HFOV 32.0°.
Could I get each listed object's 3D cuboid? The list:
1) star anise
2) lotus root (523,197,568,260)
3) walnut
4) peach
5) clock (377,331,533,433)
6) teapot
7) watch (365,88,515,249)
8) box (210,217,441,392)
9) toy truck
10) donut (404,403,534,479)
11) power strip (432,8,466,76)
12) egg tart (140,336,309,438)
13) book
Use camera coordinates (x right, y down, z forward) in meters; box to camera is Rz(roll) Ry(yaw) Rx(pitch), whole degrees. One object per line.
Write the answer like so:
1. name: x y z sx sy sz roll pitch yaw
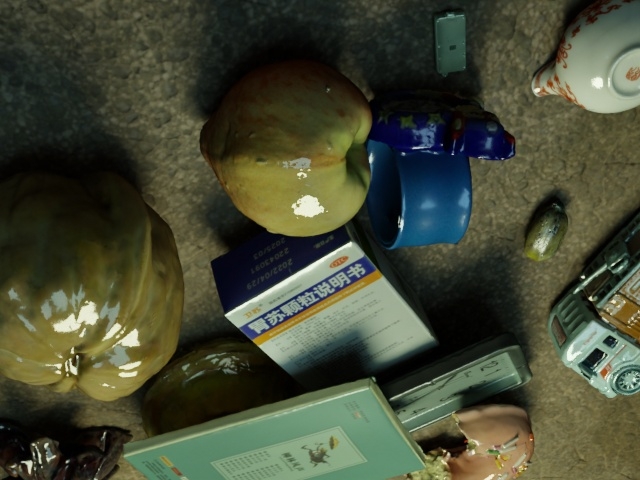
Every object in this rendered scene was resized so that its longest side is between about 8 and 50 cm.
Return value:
1. star anise: -0.394 0.354 1.697 0.212 0.129 0.282 -7 136 1
2. lotus root: 0.328 -0.014 1.611 0.054 0.049 0.099 11 118 -17
3. walnut: -0.308 0.047 1.386 0.296 0.285 0.285 16 122 -35
4. peach: -0.049 -0.113 1.365 0.233 0.232 0.232 -6 127 -8
5. clock: 0.180 0.224 1.697 0.279 0.049 0.273 -25 157 6
6. teapot: 0.393 -0.245 1.427 0.245 0.116 0.159 -31 116 4
7. watch: 0.134 -0.085 1.429 0.171 0.196 0.200 1 116 -7
8. box: 0.012 0.091 1.561 0.200 0.106 0.299 -30 136 11
9. toy truck: 0.472 0.080 1.661 0.162 0.136 0.305 29 113 -21
10. donut: 0.258 0.353 1.825 0.199 0.085 0.233 6 137 -31
11. power strip: 0.165 -0.252 1.418 0.040 0.016 0.090 -10 127 -4
12. egg tart: -0.135 0.277 1.697 0.288 0.118 0.288 -7 131 -9
13. book: -0.059 0.316 1.621 0.379 0.031 0.264 -17 140 12
